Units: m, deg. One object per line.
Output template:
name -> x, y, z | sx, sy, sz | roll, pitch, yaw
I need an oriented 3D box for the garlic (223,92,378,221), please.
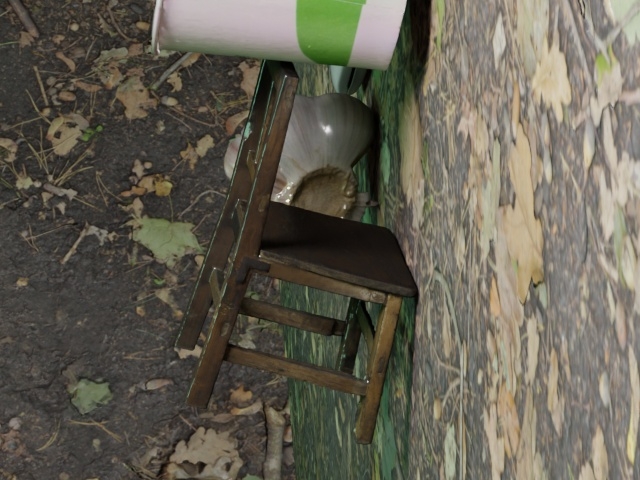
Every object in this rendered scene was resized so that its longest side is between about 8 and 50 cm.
garlic -> 0.002, -0.086, 2.389 | 0.257, 0.207, 0.207 | 31, -131, -55

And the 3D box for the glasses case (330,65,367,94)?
glasses case -> 0.040, -0.257, 2.390 | 0.197, 0.049, 0.076 | 107, 161, -72

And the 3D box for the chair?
chair -> 0.000, 0.000, 2.107 | 0.203, 0.241, 0.416 | -106, 33, -67

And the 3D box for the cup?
cup -> -0.039, -0.299, 1.942 | 0.253, 0.274, 0.253 | -168, 90, -87
